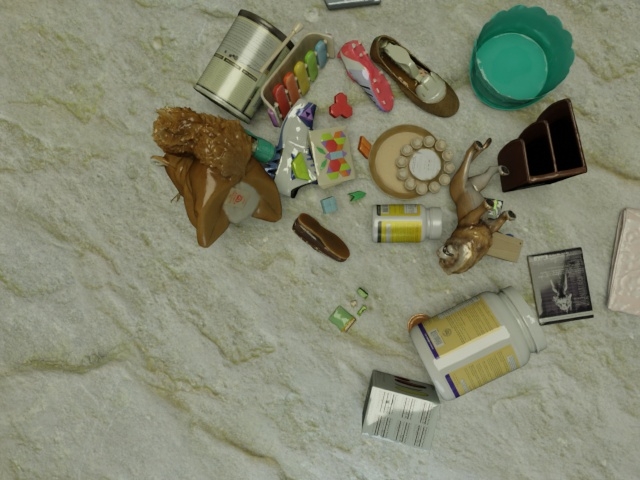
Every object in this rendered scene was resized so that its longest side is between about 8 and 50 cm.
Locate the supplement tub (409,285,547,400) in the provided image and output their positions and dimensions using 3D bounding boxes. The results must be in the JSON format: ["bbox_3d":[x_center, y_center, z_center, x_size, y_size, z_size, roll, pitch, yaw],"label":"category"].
[{"bbox_3d":[0.456,0.296,1.617,0.331,0.241,0.241,-27,88,5],"label":"supplement tub"}]

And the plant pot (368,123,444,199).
[{"bbox_3d":[0.269,-0.246,1.735,0.236,0.032,0.236,0,91,5],"label":"plant pot"}]

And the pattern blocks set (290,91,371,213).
[{"bbox_3d":[0.039,-0.259,1.682,0.285,0.026,0.324,-32,107,-25],"label":"pattern blocks set"}]

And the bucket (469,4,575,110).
[{"bbox_3d":[0.578,-0.526,1.627,0.281,0.183,0.281,0,90,6],"label":"bucket"}]

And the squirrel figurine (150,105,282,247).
[{"bbox_3d":[-0.342,-0.229,1.634,0.281,0.397,0.370,-28,45,-27],"label":"squirrel figurine"}]

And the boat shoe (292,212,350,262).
[{"bbox_3d":[0.000,0.000,1.749,0.207,0.073,0.073,42,132,7],"label":"boat shoe"}]

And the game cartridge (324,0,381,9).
[{"bbox_3d":[0.082,-0.885,1.738,0.198,0.062,0.297,-4,90,10],"label":"game cartridge"}]

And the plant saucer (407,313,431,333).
[{"bbox_3d":[0.317,0.273,1.743,0.083,0.013,0.083,0,91,6],"label":"plant saucer"}]

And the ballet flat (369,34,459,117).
[{"bbox_3d":[0.288,-0.508,1.684,0.116,0.124,0.342,-45,87,5],"label":"ballet flat"}]

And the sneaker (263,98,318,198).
[{"bbox_3d":[-0.056,-0.266,1.730,0.182,0.127,0.315,25,100,1],"label":"sneaker"}]

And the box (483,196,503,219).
[{"bbox_3d":[0.512,-0.099,1.702,0.083,0.052,0.062,12,90,6],"label":"box"}]

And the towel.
[{"bbox_3d":[1.048,0.083,1.653,0.332,0.053,0.317,11,92,6],"label":"towel"}]

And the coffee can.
[{"bbox_3d":[-0.233,-0.529,1.695,0.201,0.201,0.275,33,93,4],"label":"coffee can"}]

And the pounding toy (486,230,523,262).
[{"bbox_3d":[0.519,-0.003,1.674,0.130,0.141,0.100,16,92,-9],"label":"pounding toy"}]

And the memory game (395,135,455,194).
[{"bbox_3d":[0.324,-0.233,1.707,0.186,0.012,0.186,0,91,5],"label":"memory game"}]

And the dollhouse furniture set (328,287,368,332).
[{"bbox_3d":[0.095,0.221,1.741,0.076,0.058,0.151,39,94,4],"label":"dollhouse furniture set"}]

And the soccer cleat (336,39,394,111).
[{"bbox_3d":[0.143,-0.508,1.731,0.083,0.095,0.248,-40,101,-36],"label":"soccer cleat"}]

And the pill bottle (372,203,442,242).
[{"bbox_3d":[0.263,-0.052,1.693,0.209,0.119,0.119,0,91,6],"label":"pill bottle"}]

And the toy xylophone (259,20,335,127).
[{"bbox_3d":[-0.081,-0.506,1.666,0.081,0.236,0.322,34,89,13],"label":"toy xylophone"}]

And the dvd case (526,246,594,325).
[{"bbox_3d":[0.739,0.142,1.700,0.165,0.018,0.221,-10,89,4],"label":"dvd case"}]

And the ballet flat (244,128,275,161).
[{"bbox_3d":[-0.243,-0.305,1.698,0.247,0.087,0.083,26,96,39],"label":"ballet flat"}]

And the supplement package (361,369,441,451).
[{"bbox_3d":[0.238,0.506,1.662,0.203,0.194,0.149,14,92,5],"label":"supplement package"}]

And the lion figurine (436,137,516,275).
[{"bbox_3d":[0.439,-0.099,1.618,0.142,0.240,0.392,22,53,-13],"label":"lion figurine"}]

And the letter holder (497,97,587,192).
[{"bbox_3d":[0.607,-0.265,1.566,0.152,0.302,0.214,-11,89,6],"label":"letter holder"}]
